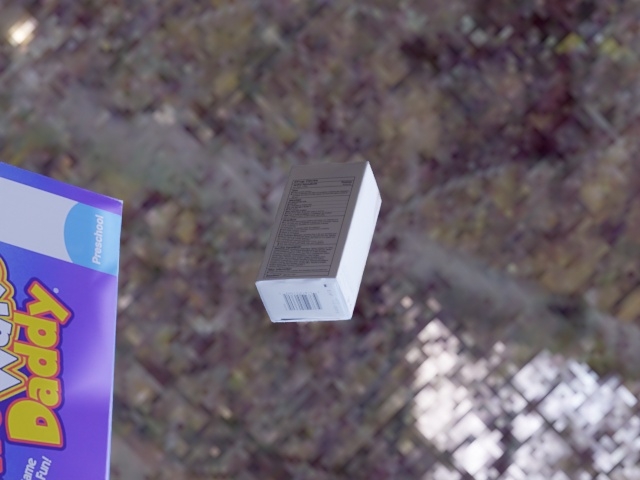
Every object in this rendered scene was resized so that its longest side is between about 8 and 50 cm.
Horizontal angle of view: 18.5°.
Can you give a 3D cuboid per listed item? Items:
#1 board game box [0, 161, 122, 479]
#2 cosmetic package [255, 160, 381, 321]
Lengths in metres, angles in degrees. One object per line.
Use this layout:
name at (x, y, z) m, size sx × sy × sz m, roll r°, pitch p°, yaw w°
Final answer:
board game box at (-0.191, 0.152, 0.721) m, size 0.347 × 0.078 × 0.233 m, roll -41°, pitch -140°, yaw 45°
cosmetic package at (0.000, 0.000, 1.325) m, size 0.060 × 0.041 × 0.115 m, roll -2°, pitch -136°, yaw 20°
